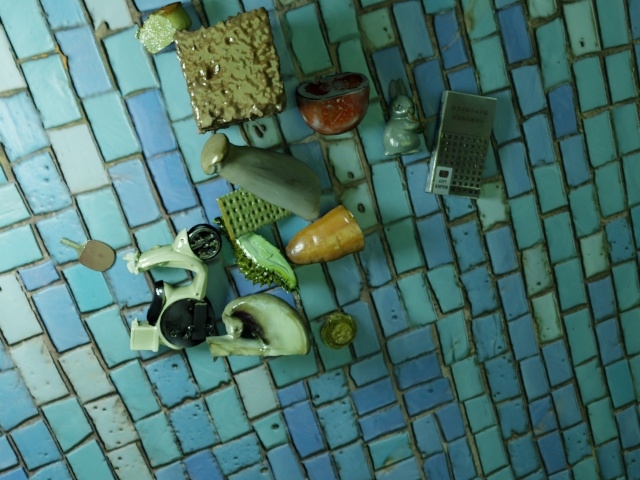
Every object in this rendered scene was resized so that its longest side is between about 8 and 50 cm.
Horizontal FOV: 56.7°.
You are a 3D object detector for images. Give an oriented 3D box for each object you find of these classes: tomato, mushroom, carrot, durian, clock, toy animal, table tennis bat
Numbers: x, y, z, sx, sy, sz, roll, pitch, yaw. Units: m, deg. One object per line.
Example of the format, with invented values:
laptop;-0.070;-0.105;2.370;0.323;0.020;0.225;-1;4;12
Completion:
tomato;0.040;-0.386;1.727;0.214;0.180;0.155;-10;121;-4
mushroom;-0.186;0.253;1.762;0.292;0.217;0.212;-12;94;-1
carrot;0.000;0.000;1.782;0.225;0.159;0.159;-22;106;-10
durian;-0.178;0.062;1.767;0.375;0.106;0.132;42;64;4
mushroom;-0.148;-0.190;1.685;0.407;0.137;0.154;24;96;-38
clock;-0.432;0.138;1.730;0.277;0.120;0.379;0;102;-17
toy animal;0.244;-0.370;1.795;0.138;0.108;0.236;-13;103;-11
table tennis bat;-0.670;0.032;1.702;0.156;0.013;0.087;27;96;-19

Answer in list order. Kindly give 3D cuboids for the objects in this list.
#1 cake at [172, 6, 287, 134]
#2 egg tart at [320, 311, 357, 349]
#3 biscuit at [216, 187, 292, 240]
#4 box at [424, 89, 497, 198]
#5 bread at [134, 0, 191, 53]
cake;-0.241;-0.439;1.567;0.256;0.290;0.282;-16;104;-12
egg tart;0.060;0.296;1.915;0.130;0.052;0.130;-4;105;-13
biscuit;-0.184;-0.102;1.750;0.231;0.016;0.139;-26;103;-29
box;0.447;-0.301;1.890;0.180;0.047;0.324;6;100;-15
bread;-0.412;-0.575;1.583;0.156;0.125;0.086;-19;118;37
